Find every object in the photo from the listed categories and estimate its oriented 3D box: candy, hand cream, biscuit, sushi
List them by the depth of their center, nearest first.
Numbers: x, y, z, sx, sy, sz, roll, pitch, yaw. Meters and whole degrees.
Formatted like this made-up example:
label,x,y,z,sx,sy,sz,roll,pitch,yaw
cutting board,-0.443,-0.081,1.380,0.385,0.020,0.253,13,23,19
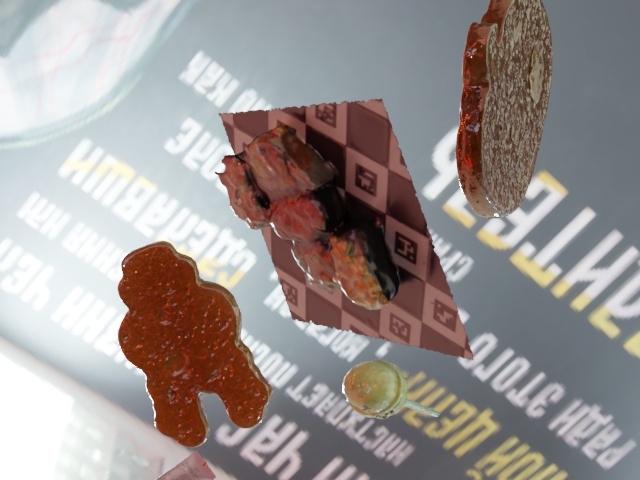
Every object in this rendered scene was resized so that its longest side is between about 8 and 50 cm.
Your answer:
label,x,y,z,sx,sy,sz,roll,pitch,yaw
sushi,0.000,0.000,1.195,0.059,0.294,0.292,-34,-67,-34
biscuit,-0.188,0.142,1.567,0.044,0.186,0.295,-75,-34,-82
biscuit,0.276,-0.223,1.712,0.063,0.368,0.314,6,161,30
candy,0.129,0.255,1.762,0.092,0.093,0.335,53,-172,28
hand cream,-0.255,0.427,1.919,0.084,0.142,0.053,40,156,49
